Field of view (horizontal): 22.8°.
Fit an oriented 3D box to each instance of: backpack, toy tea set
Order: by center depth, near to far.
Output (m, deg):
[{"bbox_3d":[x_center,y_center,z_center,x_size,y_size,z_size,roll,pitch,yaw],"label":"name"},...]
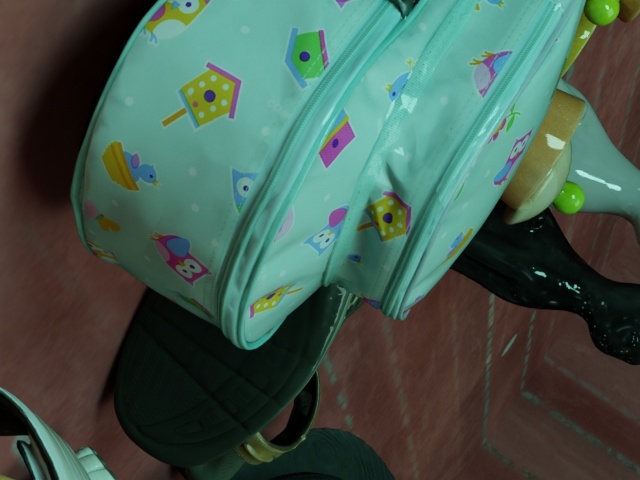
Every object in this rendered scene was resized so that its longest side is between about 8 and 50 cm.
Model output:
[{"bbox_3d":[0.002,-0.051,0.574,0.188,0.144,0.166,-45,168,-26],"label":"backpack"},{"bbox_3d":[0.202,-0.154,0.942,0.336,0.124,0.200,-57,-176,9],"label":"toy tea set"}]

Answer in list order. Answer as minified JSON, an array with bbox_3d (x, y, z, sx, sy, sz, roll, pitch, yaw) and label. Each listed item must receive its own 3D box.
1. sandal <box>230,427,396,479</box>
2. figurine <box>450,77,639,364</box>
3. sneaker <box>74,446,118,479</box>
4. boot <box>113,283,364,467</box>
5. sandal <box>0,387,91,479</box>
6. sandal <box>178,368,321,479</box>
[{"bbox_3d":[-0.028,0.236,0.927,0.107,0.167,0.446,-45,179,32],"label":"sandal"},{"bbox_3d":[0.196,-0.009,1.151,0.092,0.209,0.215,-48,163,-30],"label":"figurine"},{"bbox_3d":[-0.145,0.166,0.774,0.073,0.063,0.162,-20,142,-36],"label":"sneaker"},{"bbox_3d":[0.002,0.000,0.803,0.236,0.085,0.178,-56,172,18],"label":"boot"},{"bbox_3d":[-0.126,0.090,0.542,0.076,0.102,0.265,-54,164,1],"label":"sandal"},{"bbox_3d":[-0.027,0.090,0.935,0.090,0.060,0.219,-42,166,-43],"label":"sandal"}]
